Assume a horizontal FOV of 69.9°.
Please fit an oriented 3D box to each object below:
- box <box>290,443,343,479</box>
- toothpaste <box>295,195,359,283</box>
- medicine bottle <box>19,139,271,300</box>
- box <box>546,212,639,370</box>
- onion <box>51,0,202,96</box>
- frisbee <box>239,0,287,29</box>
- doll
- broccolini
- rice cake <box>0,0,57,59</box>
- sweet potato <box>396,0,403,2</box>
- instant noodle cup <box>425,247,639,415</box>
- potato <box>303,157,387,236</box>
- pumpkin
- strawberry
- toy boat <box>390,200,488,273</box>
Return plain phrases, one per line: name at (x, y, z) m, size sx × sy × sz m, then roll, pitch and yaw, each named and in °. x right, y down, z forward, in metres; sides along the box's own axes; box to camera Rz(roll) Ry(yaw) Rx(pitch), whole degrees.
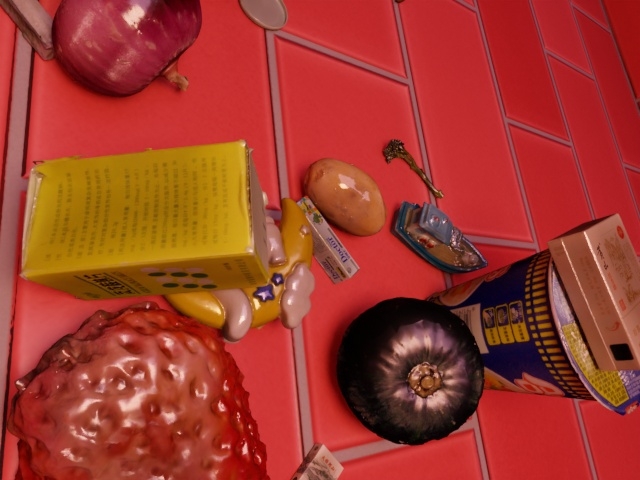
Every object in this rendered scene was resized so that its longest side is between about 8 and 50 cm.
box at (-0.009, 0.353, 0.676) m, size 0.054 × 0.024 × 0.083 m, roll 51°, pitch 51°, yaw -8°
toothpaste at (0.000, 0.000, 0.802) m, size 0.164 × 0.046 × 0.034 m, roll 54°, pitch 48°, yaw -7°
medicine bottle at (-0.190, -0.014, 0.541) m, size 0.251 × 0.137 × 0.140 m, roll -6°, pitch 74°, yaw -1°
box at (0.424, 0.071, 0.671) m, size 0.141 × 0.058 × 0.200 m, roll -19°, pitch 86°, yaw -38°
onion at (-0.255, -0.306, 0.631) m, size 0.207 × 0.201 × 0.200 m, roll -33°, pitch 94°, yaw -49°
frisbee at (-0.114, -0.469, 0.914) m, size 0.110 × 0.014 × 0.110 m, roll 15°, pitch 64°, yaw -33°
doll at (-0.120, 0.020, 0.661) m, size 0.238 × 0.111 × 0.251 m, roll 1°, pitch 75°, yaw -19°
broccolini at (0.214, -0.165, 1.025) m, size 0.194 × 0.054 × 0.052 m, roll 34°, pitch 37°, yaw -24°
rice cake at (-0.423, -0.343, 0.628) m, size 0.206 × 0.036 × 0.047 m, roll 54°, pitch 39°, yaw -7°
sweet potato at (0.229, -0.669, 1.235) m, size 0.026 × 0.026 × 0.115 m, roll 44°, pitch 52°, yaw -15°
instant noodle cup at (0.349, 0.161, 0.823) m, size 0.285 × 0.313 × 0.283 m, roll 13°, pitch 66°, yaw -32°
potato at (0.048, -0.078, 0.818) m, size 0.178 × 0.118 × 0.109 m, roll 36°, pitch 100°, yaw -22°
pumpkin at (0.142, 0.202, 0.728) m, size 0.234 × 0.163 × 0.232 m, roll 1°, pitch 84°, yaw -5°
strawberry at (-0.170, 0.227, 0.526) m, size 0.336 × 0.149 × 0.265 m, roll 49°, pitch 50°, yaw -12°
toy boat at (0.261, -0.001, 0.960) m, size 0.238 × 0.098 × 0.109 m, roll 32°, pitch 60°, yaw -24°
